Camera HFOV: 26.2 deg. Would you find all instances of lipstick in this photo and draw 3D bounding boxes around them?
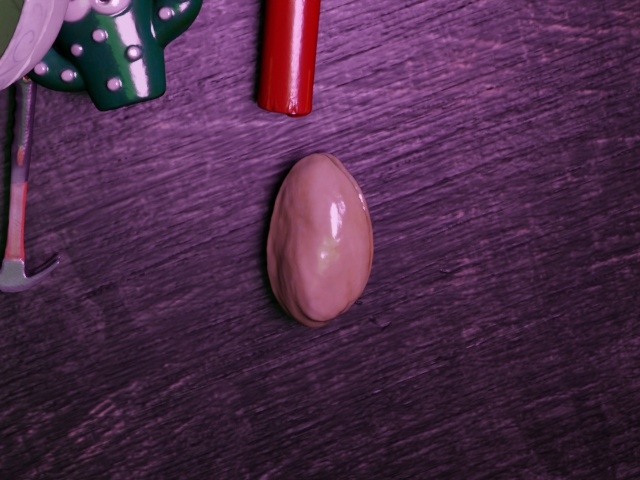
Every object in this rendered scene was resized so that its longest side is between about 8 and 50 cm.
[{"bbox_3d":[-0.033,-0.291,1.657,0.073,0.073,0.279,2,107,-14],"label":"lipstick"}]

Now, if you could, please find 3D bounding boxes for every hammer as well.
[{"bbox_3d":[-0.365,-0.075,1.665,0.111,0.033,0.287,3,106,-13],"label":"hammer"}]

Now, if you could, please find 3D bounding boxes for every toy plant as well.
[{"bbox_3d":[-0.253,-0.273,1.581,0.233,0.112,0.243,11,99,-1],"label":"toy plant"}]

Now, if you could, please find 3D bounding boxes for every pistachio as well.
[{"bbox_3d":[0.000,0.000,1.730,0.136,0.136,0.226,-2,101,-13],"label":"pistachio"}]

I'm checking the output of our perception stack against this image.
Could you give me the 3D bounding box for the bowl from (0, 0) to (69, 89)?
[{"bbox_3d":[-0.389,-0.294,1.488,0.307,0.163,0.307,3,97,28],"label":"bowl"}]
